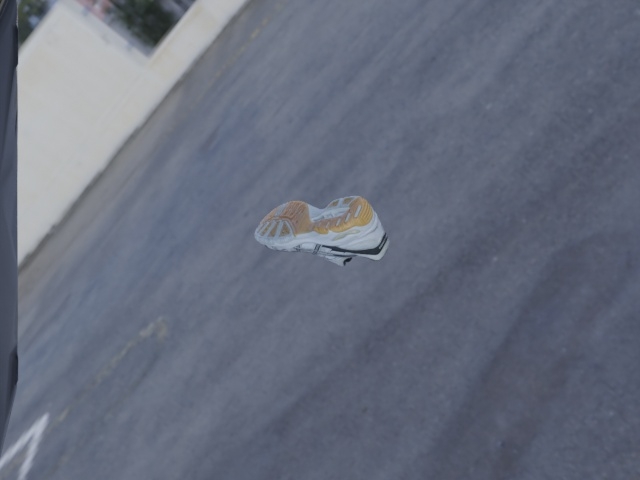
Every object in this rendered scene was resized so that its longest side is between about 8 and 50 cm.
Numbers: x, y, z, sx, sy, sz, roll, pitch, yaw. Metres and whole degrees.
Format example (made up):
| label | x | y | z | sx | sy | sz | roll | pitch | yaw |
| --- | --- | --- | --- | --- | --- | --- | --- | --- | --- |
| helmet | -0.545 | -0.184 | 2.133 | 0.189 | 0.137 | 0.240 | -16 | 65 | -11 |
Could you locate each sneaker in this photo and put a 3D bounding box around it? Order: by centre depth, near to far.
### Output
| label | x | y | z | sx | sy | sz | roll | pitch | yaw |
| --- | --- | --- | --- | --- | --- | --- | --- | --- | --- |
| sneaker | 0.000 | 0.000 | 0.563 | 0.083 | 0.037 | 0.032 | 0 | 49 | 46 |

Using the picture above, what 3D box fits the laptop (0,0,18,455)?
| label | x | y | z | sx | sy | sz | roll | pitch | yaw |
| --- | --- | --- | --- | --- | --- | --- | --- | --- | --- |
| laptop | -0.332 | 0.082 | 0.636 | 0.408 | 0.236 | 0.382 | -97 | 15 | -54 |
